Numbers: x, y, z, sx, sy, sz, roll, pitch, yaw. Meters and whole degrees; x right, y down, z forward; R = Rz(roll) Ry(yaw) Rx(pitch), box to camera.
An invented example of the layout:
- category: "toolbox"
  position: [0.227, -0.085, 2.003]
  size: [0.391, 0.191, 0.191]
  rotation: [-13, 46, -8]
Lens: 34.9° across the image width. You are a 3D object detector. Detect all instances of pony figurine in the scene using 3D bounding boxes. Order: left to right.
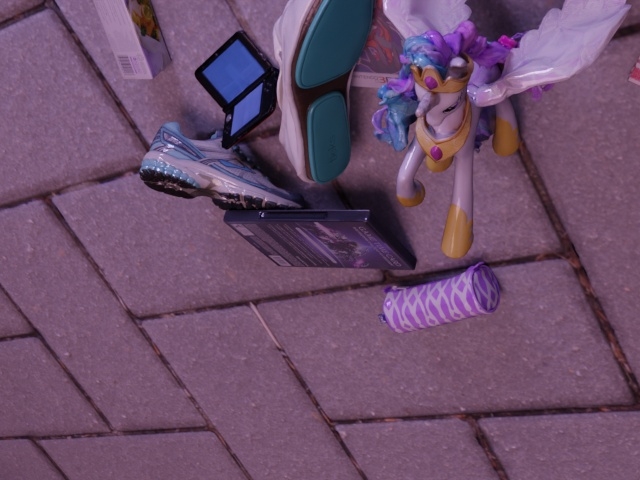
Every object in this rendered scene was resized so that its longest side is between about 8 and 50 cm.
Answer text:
- category: "pony figurine"
  position: [0.197, -0.201, 1.297]
  size: [0.303, 0.351, 0.363]
  rotation: [21, 154, 18]

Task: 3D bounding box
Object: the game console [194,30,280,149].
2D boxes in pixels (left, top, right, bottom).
- category: "game console"
  position: [-0.138, -0.235, 1.614]
  size: [0.085, 0.124, 0.144]
  rotation: [24, 144, -29]

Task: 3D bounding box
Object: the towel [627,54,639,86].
- category: "towel"
  position: [0.486, -0.250, 1.268]
  size: [0.144, 0.029, 0.197]
  rotation: [25, 138, 9]

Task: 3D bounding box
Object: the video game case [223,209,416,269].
- category: "video game case"
  position: [0.000, 0.000, 1.716]
  size: [0.274, 0.026, 0.196]
  rotation: [0, 155, 30]

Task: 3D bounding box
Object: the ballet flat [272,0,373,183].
- category: "ballet flat"
  position: [-0.016, -0.251, 1.470]
  size: [0.139, 0.139, 0.400]
  rotation: [21, 141, 14]

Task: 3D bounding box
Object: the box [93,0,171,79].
- category: "box"
  position: [-0.320, -0.404, 1.584]
  size: [0.067, 0.063, 0.324]
  rotation: [3, 129, 27]

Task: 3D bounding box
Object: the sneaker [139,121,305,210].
- category: "sneaker"
  position: [-0.151, -0.120, 1.703]
  size: [0.283, 0.122, 0.110]
  rotation: [18, 162, -16]

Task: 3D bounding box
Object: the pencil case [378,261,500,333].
- category: "pencil case"
  position: [0.199, 0.098, 1.709]
  size: [0.206, 0.086, 0.088]
  rotation: [-17, 90, 38]

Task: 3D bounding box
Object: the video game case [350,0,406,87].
- category: "video game case"
  position: [0.065, -0.306, 1.446]
  size: [0.183, 0.023, 0.201]
  rotation: [11, 133, 37]
